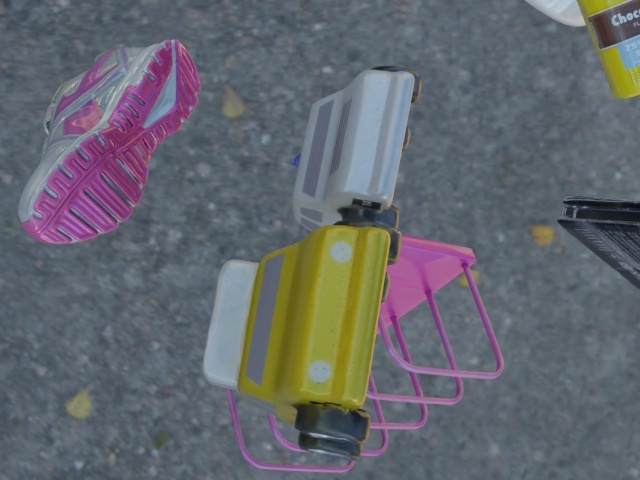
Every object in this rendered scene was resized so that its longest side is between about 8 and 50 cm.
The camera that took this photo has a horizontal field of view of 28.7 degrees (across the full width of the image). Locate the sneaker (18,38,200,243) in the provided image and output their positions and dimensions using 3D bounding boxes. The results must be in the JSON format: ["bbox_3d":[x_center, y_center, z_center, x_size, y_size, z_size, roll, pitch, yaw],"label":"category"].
[{"bbox_3d":[-0.226,-0.099,1.248,0.252,0.111,0.103,-57,138,-31],"label":"sneaker"}]

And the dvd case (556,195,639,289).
[{"bbox_3d":[0.232,0.027,0.525,0.164,0.221,0.018,34,72,-37],"label":"dvd case"}]

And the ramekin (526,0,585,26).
[{"bbox_3d":[0.278,-0.391,1.533,0.277,0.277,0.135,24,123,-32],"label":"ramekin"}]

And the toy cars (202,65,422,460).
[{"bbox_3d":[0.000,0.000,0.716,0.087,0.393,0.176,10,117,2],"label":"toy cars"}]

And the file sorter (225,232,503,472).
[{"bbox_3d":[0.042,0.143,1.498,0.202,0.291,0.182,11,51,-40],"label":"file sorter"}]

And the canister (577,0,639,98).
[{"bbox_3d":[0.271,-0.217,1.035,0.126,0.073,0.169,-22,96,4],"label":"canister"}]
